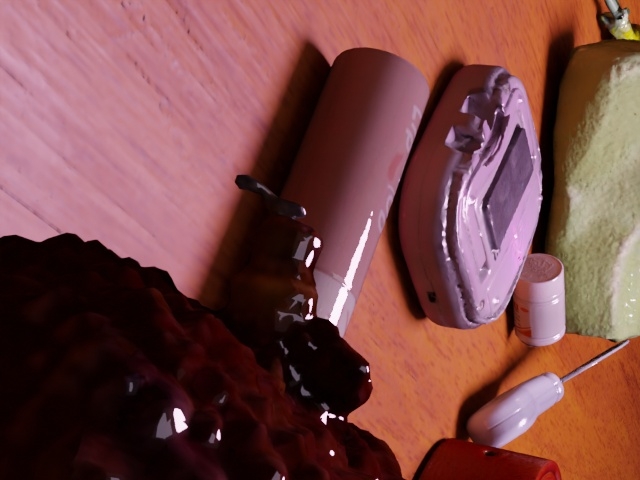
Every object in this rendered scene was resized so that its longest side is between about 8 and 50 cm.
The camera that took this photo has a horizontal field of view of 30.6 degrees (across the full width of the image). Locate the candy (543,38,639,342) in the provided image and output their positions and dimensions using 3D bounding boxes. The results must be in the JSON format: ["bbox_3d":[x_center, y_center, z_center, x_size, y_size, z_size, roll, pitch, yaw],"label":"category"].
[{"bbox_3d":[0.325,-0.054,1.326,0.142,0.132,0.343,-24,121,-51],"label":"candy"}]

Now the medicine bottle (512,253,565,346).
[{"bbox_3d":[0.237,0.065,1.269,0.057,0.057,0.089,-53,144,-44],"label":"medicine bottle"}]

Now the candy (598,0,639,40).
[{"bbox_3d":[0.360,-0.270,1.418,0.073,0.077,0.262,-55,142,-3],"label":"candy"}]

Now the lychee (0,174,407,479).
[{"bbox_3d":[-0.075,0.121,0.406,0.300,0.264,0.264,-61,154,2],"label":"lychee"}]

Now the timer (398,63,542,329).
[{"bbox_3d":[0.137,-0.036,1.015,0.208,0.069,0.191,-61,146,-32],"label":"timer"}]

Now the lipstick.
[{"bbox_3d":[0.000,0.000,0.737,0.254,0.070,0.070,-69,152,-23],"label":"lipstick"}]

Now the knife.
[{"bbox_3d":[0.270,0.149,1.274,0.331,0.080,0.044,-20,74,-46],"label":"knife"}]

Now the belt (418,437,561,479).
[{"bbox_3d":[0.145,0.357,1.114,0.227,0.115,0.324,11,89,-63],"label":"belt"}]
